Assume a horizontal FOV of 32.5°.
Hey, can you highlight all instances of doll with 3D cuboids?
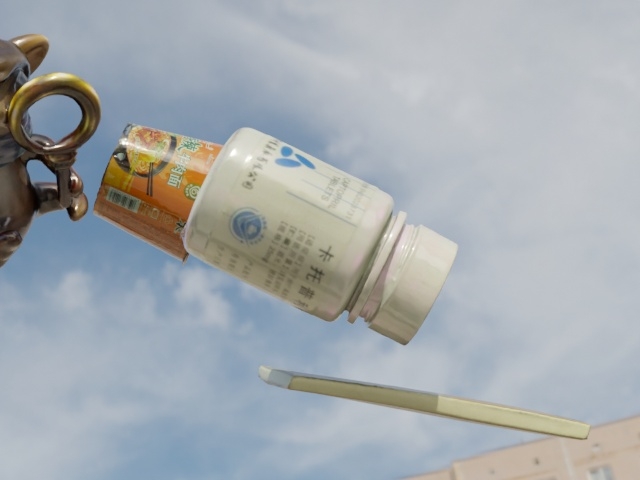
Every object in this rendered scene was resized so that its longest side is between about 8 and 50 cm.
[{"bbox_3d":[-0.472,-0.125,1.596,0.318,0.209,0.339,-1,-61,-7],"label":"doll"}]

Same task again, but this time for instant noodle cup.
[{"bbox_3d":[-0.279,-0.092,1.902,0.182,0.230,0.230,20,-42,-7],"label":"instant noodle cup"}]

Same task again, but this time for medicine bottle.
[{"bbox_3d":[0.000,0.000,1.285,0.293,0.170,0.170,26,-42,0],"label":"medicine bottle"}]

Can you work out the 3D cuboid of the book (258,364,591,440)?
[{"bbox_3d":[0.123,0.211,1.446,0.389,0.032,0.269,11,-6,-11],"label":"book"}]
